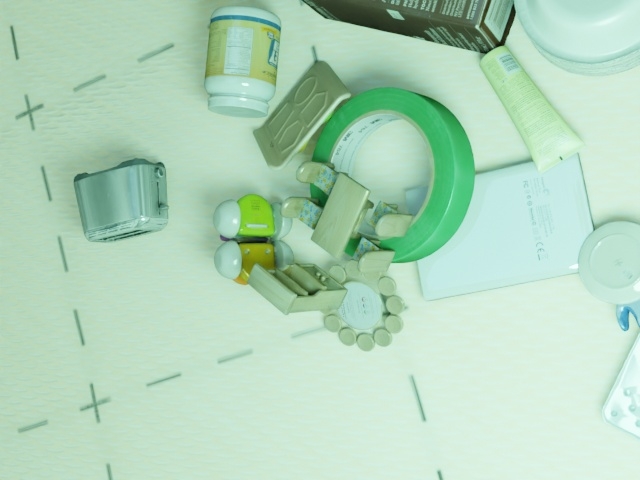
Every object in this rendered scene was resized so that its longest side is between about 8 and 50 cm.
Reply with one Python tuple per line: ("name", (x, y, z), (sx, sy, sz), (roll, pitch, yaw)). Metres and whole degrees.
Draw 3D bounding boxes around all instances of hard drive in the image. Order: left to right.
("hard drive", (0.326, -0.022, 1.629), (0.319, 0.040, 0.210), (-13, 80, 22))

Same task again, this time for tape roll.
("tape roll", (0.127, -0.117, 1.661), (0.321, 0.077, 0.321), (-2, 87, 38))

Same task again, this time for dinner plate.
("dinner plate", (0.497, 0.036, 1.503), (0.141, 0.017, 0.141), (-6, 79, 34))

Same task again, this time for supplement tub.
("supplement tub", (-0.157, -0.356, 1.810), (0.144, 0.144, 0.199), (4, 88, 24))

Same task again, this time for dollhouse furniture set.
("dollhouse furniture set", (0.000, 0.000, 1.605), (0.212, 0.161, 0.242), (37, 112, 33))

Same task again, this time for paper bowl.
("paper bowl", (0.476, -0.436, 1.543), (0.284, 0.148, 0.284), (-3, 84, 24))

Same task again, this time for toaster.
("toaster", (-0.427, -0.081, 1.913), (0.227, 0.129, 0.146), (-12, 83, 21))

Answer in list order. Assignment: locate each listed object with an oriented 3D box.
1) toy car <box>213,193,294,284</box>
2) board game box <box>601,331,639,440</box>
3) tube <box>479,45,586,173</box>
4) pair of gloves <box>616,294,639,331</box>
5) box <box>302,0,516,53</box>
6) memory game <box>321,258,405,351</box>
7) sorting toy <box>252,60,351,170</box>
("toy car", (-0.146, 0.001, 1.791), (0.136, 0.159, 0.182), (-12, 79, 59))
("board game box", (0.713, 0.204, 1.437), (0.390, 0.050, 0.390), (26, 96, 23))
("tube", (0.369, -0.238, 1.612), (0.240, 0.062, 0.070), (61, 140, 20))
("pair of gloves", (0.564, 0.070, 1.474), (0.198, 0.023, 0.159), (-37, 63, 21))
("box", (0.154, -0.463, 1.660), (0.381, 0.191, 0.143), (20, 93, 24))
("memory game", (0.076, 0.124, 1.708), (0.186, 0.012, 0.186), (9, 111, 26))
("sorting toy", (-0.036, -0.242, 1.761), (0.208, 0.038, 0.193), (-45, 32, 12))
